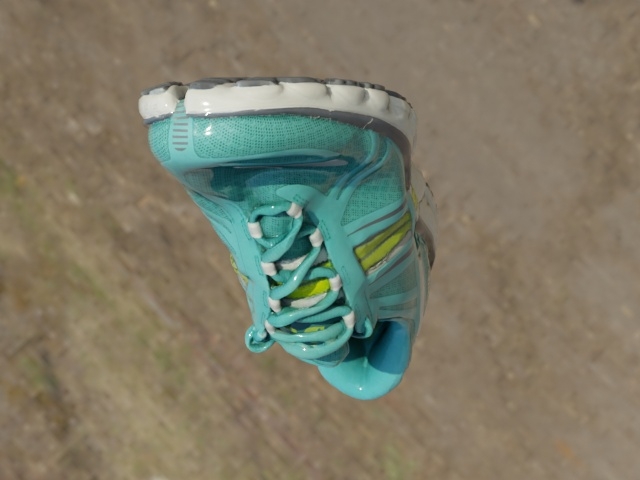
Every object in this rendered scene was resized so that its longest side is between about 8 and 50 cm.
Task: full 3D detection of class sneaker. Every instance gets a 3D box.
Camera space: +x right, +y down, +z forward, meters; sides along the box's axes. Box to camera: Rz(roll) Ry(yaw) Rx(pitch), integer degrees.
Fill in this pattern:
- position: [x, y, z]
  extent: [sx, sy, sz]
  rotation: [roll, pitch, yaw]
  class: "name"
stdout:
- position: [0.000, 0.000, 0.776]
  extent: [0.107, 0.110, 0.275]
  rotation: [-2, 160, 19]
  class: "sneaker"
